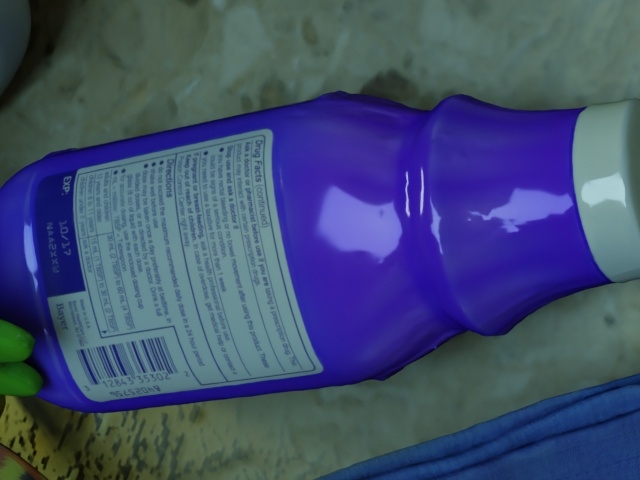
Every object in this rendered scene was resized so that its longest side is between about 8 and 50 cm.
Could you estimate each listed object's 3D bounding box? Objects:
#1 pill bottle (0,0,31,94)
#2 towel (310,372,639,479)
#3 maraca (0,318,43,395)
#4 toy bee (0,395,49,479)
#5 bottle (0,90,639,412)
[{"bbox_3d":[-0.301,-0.197,0.749,0.210,0.210,0.363,-37,77,25],"label":"pill bottle"},{"bbox_3d":[0.076,0.231,0.582,0.040,0.243,0.336,-14,89,60],"label":"towel"},{"bbox_3d":[-0.204,0.030,0.673,0.186,0.127,0.099,13,66,2],"label":"maraca"},{"bbox_3d":[-0.245,0.117,0.749,0.298,0.195,0.162,-16,115,18],"label":"toy bee"},{"bbox_3d":[0.000,0.000,0.673,0.283,0.092,0.118,-10,95,28],"label":"bottle"}]
